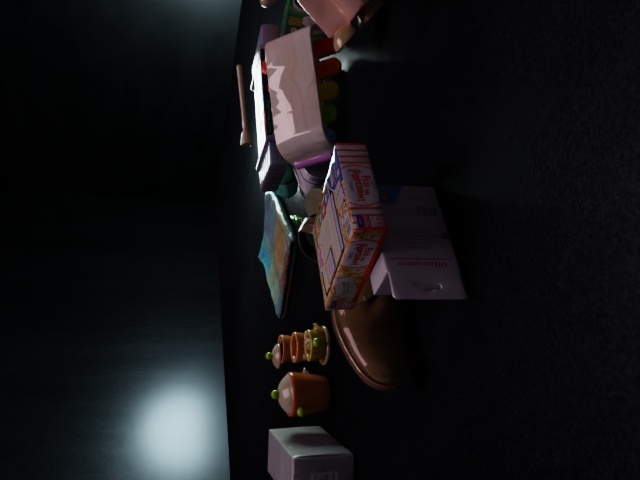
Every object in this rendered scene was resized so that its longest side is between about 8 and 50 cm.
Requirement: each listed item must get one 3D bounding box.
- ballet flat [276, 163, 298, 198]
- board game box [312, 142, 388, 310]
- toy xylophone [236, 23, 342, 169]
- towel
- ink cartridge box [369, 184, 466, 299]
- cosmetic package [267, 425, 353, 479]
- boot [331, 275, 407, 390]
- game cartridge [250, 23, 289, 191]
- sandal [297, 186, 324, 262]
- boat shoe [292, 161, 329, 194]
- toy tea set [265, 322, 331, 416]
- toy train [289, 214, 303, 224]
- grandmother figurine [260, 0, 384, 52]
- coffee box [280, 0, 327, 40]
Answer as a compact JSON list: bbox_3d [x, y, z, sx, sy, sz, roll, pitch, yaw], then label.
[{"bbox_3d":[-0.111,-0.206,1.669,0.247,0.083,0.087,-102,7,-46],"label":"ballet flat"},{"bbox_3d":[0.033,-0.014,0.804,0.193,0.045,0.146,107,158,-53],"label":"board game box"},{"bbox_3d":[-0.067,-0.318,1.281,0.081,0.236,0.322,9,-100,-62],"label":"toy xylophone"},{"bbox_3d":[-0.137,0.030,1.797,0.370,0.040,0.271,-117,31,-59],"label":"towel"},{"bbox_3d":[0.116,0.014,0.780,0.060,0.104,0.180,112,155,-52],"label":"ink cartridge box"},{"bbox_3d":[-0.026,0.456,1.196,0.238,0.127,0.107,174,98,-72],"label":"cosmetic package"},{"bbox_3d":[0.087,0.073,0.898,0.115,0.112,0.305,128,144,-48],"label":"boot"},{"bbox_3d":[-0.130,-0.321,1.453,0.230,0.068,0.354,123,143,-76],"label":"game cartridge"},{"bbox_3d":[0.001,0.000,1.223,0.120,0.086,0.302,108,157,-45],"label":"sandal"},{"bbox_3d":[-0.044,-0.220,1.395,0.084,0.095,0.258,118,152,-48],"label":"boat shoe"},{"bbox_3d":[-0.073,0.302,1.377,0.336,0.124,0.199,145,125,-71],"label":"toy tea set"},{"bbox_3d":[-0.065,-0.057,1.578,0.083,0.024,0.017,-147,60,-71],"label":"toy train"},{"bbox_3d":[-0.042,-0.502,1.012,0.207,0.342,0.104,-49,11,-12],"label":"grandmother figurine"},{"bbox_3d":[-0.021,-0.540,1.327,0.040,0.113,0.184,-100,18,-45],"label":"coffee box"}]
